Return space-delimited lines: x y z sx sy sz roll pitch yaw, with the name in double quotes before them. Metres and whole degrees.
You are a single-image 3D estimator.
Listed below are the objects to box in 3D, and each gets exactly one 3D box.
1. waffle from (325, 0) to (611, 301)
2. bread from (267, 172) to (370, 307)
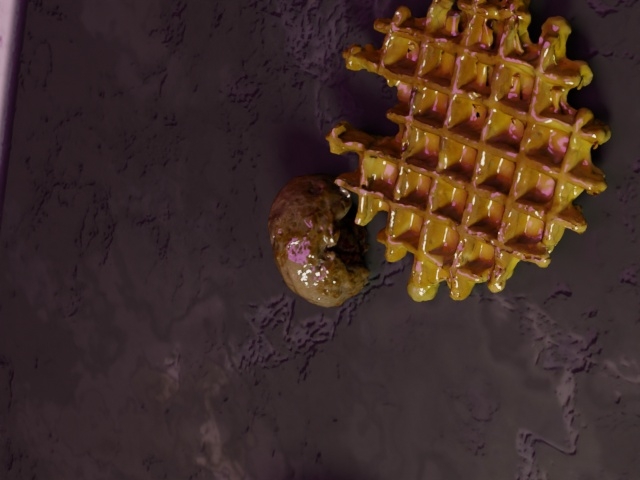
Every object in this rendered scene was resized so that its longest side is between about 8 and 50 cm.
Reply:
"waffle" 0.108 -0.074 0.914 0.232 0.051 0.228 -28 80 39
"bread" 0.000 0.000 1.000 0.060 0.082 0.113 -13 93 38
